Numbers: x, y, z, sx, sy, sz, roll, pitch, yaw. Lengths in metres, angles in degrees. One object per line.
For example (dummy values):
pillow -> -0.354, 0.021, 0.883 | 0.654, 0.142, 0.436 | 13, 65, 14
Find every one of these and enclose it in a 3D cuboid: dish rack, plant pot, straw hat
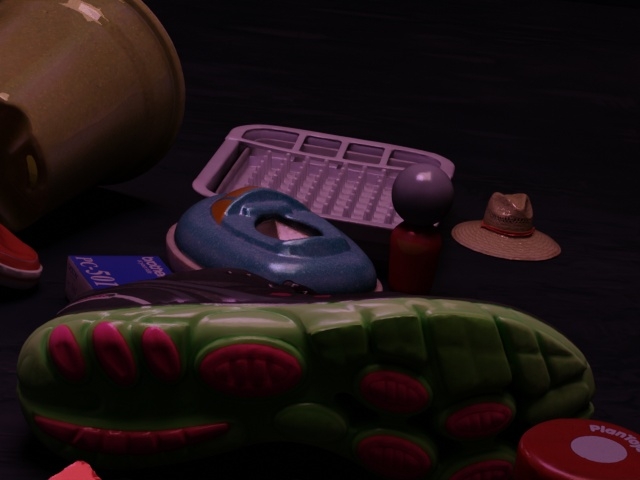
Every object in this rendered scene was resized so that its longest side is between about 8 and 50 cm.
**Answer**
dish rack -> 0.006, -0.050, 2.051 | 0.285, 0.072, 0.333 | 10, 18, 5
plant pot -> -0.328, -0.138, 1.931 | 0.276, 0.276, 0.254 | 13, 31, 16
straw hat -> 0.228, -0.028, 2.091 | 0.144, 0.061, 0.144 | 8, 18, -2

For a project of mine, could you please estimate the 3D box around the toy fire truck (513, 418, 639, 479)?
toy fire truck -> 0.274, 0.224, 1.160 | 0.254, 0.169, 0.302 | -10, 24, -35

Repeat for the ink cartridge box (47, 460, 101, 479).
ink cartridge box -> -0.161, 0.228, 0.982 | 0.224, 0.056, 0.181 | -31, 68, -37

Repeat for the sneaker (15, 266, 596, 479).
sneaker -> -0.005, 0.094, 1.439 | 0.482, 0.185, 0.202 | 7, 22, -5

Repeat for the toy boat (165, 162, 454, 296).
toy boat -> 0.000, 0.000, 1.774 | 0.318, 0.148, 0.267 | -6, 23, -35

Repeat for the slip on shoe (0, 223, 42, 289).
slip on shoe -> -0.378, -0.066, 1.664 | 0.331, 0.101, 0.123 | 47, -5, -32

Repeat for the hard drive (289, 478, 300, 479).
hard drive -> 0.010, 0.224, 1.307 | 0.135, 0.022, 0.094 | 18, 21, 28

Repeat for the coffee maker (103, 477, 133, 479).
coffee maker -> -0.207, 0.204, 1.127 | 0.178, 0.120, 0.171 | 1, 19, -21

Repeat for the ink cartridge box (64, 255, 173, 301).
ink cartridge box -> -0.173, 0.069, 1.658 | 0.097, 0.046, 0.207 | 0, 20, -25
